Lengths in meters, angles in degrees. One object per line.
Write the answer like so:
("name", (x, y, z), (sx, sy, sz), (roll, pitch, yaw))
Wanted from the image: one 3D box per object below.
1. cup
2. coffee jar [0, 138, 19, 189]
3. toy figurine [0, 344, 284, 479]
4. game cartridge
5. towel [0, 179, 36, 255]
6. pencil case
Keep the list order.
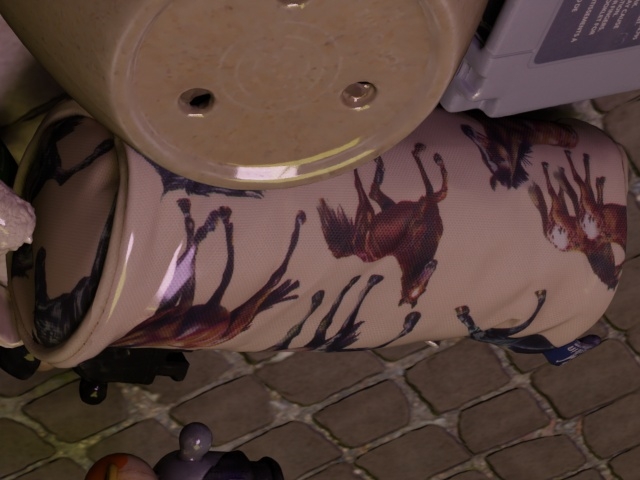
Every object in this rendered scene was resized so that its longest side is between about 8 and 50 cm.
("cup", (-0.038, -0.167, 0.955), (0.331, 0.237, 0.331), (-7, 140, -6))
("coffee jar", (-0.252, -0.071, 1.134), (0.096, 0.079, 0.184), (-9, 142, 7))
("toy figurine", (-0.131, 0.117, 1.273), (0.148, 0.213, 0.209), (6, 163, -27))
("game cartridge", (0.192, -0.197, 1.085), (0.196, 0.060, 0.294), (-9, 143, -29))
("towel", (-0.305, -0.028, 1.103), (0.187, 0.049, 0.282), (39, 144, -27))
("pencil case", (0.000, 0.000, 1.172), (0.410, 0.160, 0.184), (1, 130, -34))
